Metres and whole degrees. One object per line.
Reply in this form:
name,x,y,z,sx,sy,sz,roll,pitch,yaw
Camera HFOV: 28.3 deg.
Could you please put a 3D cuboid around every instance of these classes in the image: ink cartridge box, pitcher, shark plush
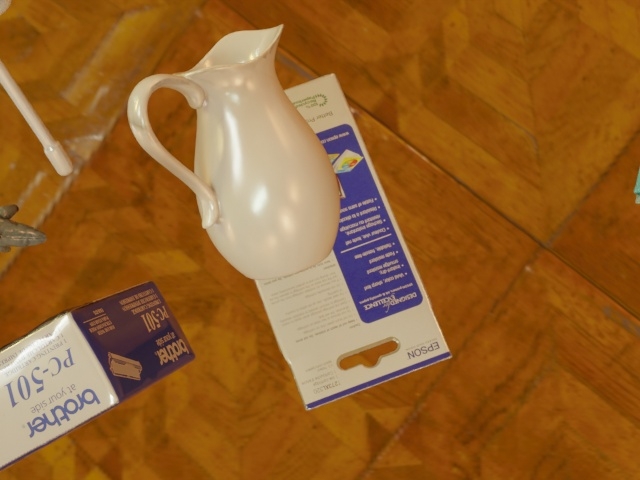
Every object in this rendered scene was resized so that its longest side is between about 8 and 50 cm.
ink cartridge box,-0.165,0.091,0.571,0.207,0.097,0.046,-30,88,15
ink cartridge box,0.000,0.000,1.455,0.176,0.069,0.371,-20,71,-6
pitcher,-0.075,-0.065,1.109,0.125,0.178,0.207,3,115,48
shark plush,-0.469,-0.018,1.794,0.067,0.161,0.073,28,97,42

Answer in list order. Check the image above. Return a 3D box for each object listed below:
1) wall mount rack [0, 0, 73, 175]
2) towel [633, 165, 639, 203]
wall mount rack,-0.401,-0.123,1.144,0.350,0.304,0.130,-11,79,21
towel,0.519,-0.185,1.505,0.370,0.040,0.271,-6,74,61
